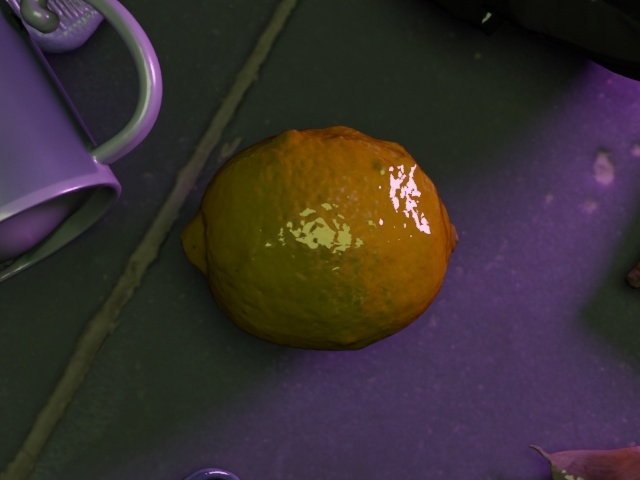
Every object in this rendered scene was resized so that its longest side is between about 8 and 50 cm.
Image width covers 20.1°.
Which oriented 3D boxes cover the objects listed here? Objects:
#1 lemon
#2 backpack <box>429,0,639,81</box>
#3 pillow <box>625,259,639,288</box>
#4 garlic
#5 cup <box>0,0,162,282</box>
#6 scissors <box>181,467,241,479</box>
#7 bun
[{"bbox_3d":[0.000,0.000,1.849,0.288,0.233,0.233,2,81,-4],"label":"lemon"},{"bbox_3d":[0.295,-0.344,1.929,0.446,0.255,0.363,36,77,14],"label":"backpack"},{"bbox_3d":[0.476,0.000,1.976,0.223,0.084,0.236,27,76,0],"label":"pillow"},{"bbox_3d":[0.301,0.261,1.928,0.152,0.066,0.084,-3,50,-7],"label":"garlic"},{"bbox_3d":[-0.334,-0.132,1.793,0.357,0.259,0.274,-33,83,10],"label":"cup"},{"bbox_3d":[-0.232,0.350,1.776,0.383,0.029,0.256,7,80,-36],"label":"scissors"},{"bbox_3d":[-0.293,-0.269,1.928,0.141,0.083,0.140,-1,94,-18],"label":"bun"}]
